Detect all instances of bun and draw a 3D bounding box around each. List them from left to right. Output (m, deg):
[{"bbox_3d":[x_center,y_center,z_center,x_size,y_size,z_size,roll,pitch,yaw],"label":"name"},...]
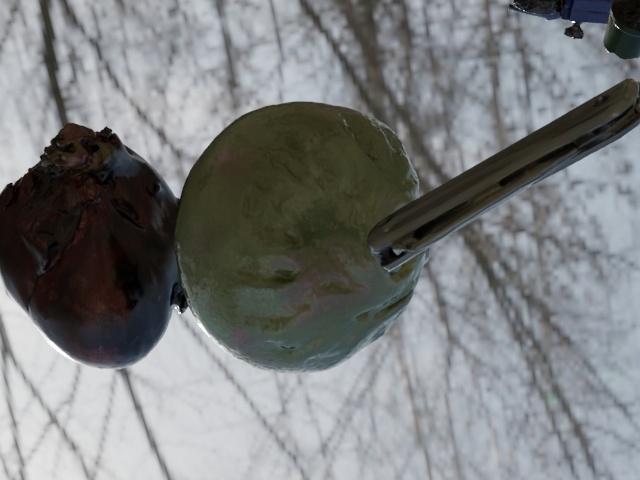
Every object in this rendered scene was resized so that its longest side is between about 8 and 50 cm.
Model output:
[{"bbox_3d":[0.000,0.000,1.613,0.283,0.283,0.179,-26,-163,-26],"label":"bun"}]

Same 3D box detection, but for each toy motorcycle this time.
[{"bbox_3d":[0.335,-0.315,2.143,0.205,0.076,0.114,2,-154,-18],"label":"toy motorcycle"}]

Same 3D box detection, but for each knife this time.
[{"bbox_3d":[0.149,-0.048,1.339,0.265,0.040,0.073,-31,-170,25],"label":"knife"}]

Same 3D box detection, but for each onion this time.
[{"bbox_3d":[-0.262,0.020,1.885,0.221,0.281,0.281,-4,-155,-17],"label":"onion"}]

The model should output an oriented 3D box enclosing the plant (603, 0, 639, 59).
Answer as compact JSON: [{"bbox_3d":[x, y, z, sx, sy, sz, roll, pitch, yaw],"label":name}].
[{"bbox_3d":[0.296,-0.218,1.530,0.051,0.102,0.051,6,-131,-7],"label":"plant"}]
